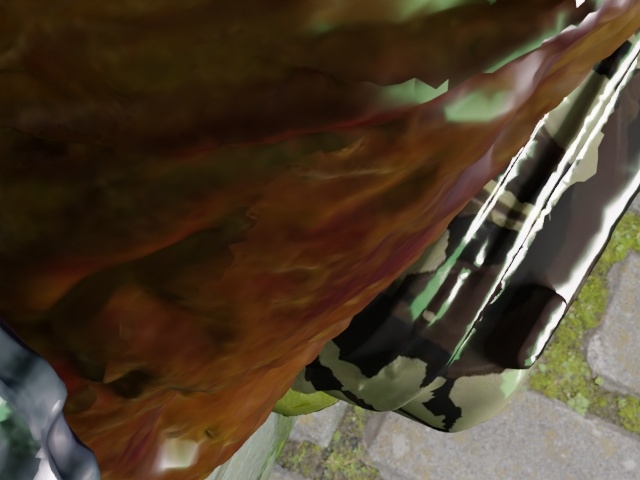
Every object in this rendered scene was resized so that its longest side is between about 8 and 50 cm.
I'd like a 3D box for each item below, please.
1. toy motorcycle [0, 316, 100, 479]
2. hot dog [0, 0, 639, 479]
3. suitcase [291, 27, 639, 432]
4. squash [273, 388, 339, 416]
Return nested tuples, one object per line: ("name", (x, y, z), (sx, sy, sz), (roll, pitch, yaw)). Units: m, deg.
("toy motorcycle", (-0.162, 0.160, 0.436), (0.172, 0.232, 0.416), (-61, 160, -51))
("hot dog", (-0.057, -0.028, 0.529), (0.267, 0.174, 0.387), (-44, 177, -45))
("suitcase", (0.036, -0.087, 0.978), (0.351, 0.194, 0.339), (-58, -154, -8))
("squash", (-0.033, 0.079, 1.479), (0.247, 0.132, 0.132), (61, 54, -80))
